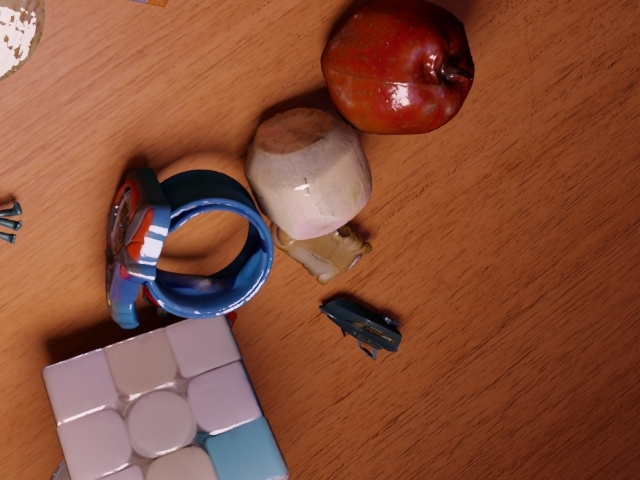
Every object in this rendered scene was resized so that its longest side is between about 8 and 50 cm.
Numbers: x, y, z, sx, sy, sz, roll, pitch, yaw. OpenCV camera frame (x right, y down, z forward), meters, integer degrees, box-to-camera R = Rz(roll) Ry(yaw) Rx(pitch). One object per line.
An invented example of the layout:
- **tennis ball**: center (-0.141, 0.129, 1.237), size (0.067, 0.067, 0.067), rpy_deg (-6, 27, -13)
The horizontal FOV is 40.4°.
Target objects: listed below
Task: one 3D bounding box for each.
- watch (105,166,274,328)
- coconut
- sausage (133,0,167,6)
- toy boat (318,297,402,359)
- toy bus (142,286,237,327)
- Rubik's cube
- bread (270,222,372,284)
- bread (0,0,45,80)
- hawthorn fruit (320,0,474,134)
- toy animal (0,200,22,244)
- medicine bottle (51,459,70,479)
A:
- **watch**: center (-0.234, 0.038, 1.527), size (0.275, 0.241, 0.305), rpy_deg (7, 116, -24)
- **coconut**: center (-0.021, -0.114, 1.588), size (0.227, 0.227, 0.230), rpy_deg (-29, 130, -12)
- **sausage**: center (-0.292, -0.391, 1.367), size (0.107, 0.031, 0.031), rpy_deg (3, 118, -33)
- **toy boat**: center (0.081, 0.190, 1.937), size (0.246, 0.093, 0.103), rpy_deg (30, 95, -41)
- **toy bus**: center (-0.257, 0.129, 1.706), size (0.089, 0.081, 0.195), rpy_deg (-52, 132, -4)
- **Rubik's cube**: center (-0.281, 0.384, 1.606), size (0.347, 0.346, 0.344), rpy_deg (-16, 154, -16)
- **bread**: center (0.000, 0.000, 1.771), size (0.134, 0.081, 0.225), rpy_deg (-42, 134, 7)
- **bread**: center (-0.532, -0.342, 1.249), size (0.267, 0.040, 0.266), rpy_deg (-15, 126, -22)
- **hawthorn fruit**: center (0.152, -0.296, 1.515), size (0.254, 0.300, 0.254), rpy_deg (-11, 113, -29)
- **toy animal**: center (-0.583, -0.051, 1.387), size (0.208, 0.100, 0.103), rpy_deg (11, 92, -26)
- **medicine bottle**: center (-0.382, 0.573, 1.909), size (0.426, 0.108, 0.108), rpy_deg (31, 101, -41)
